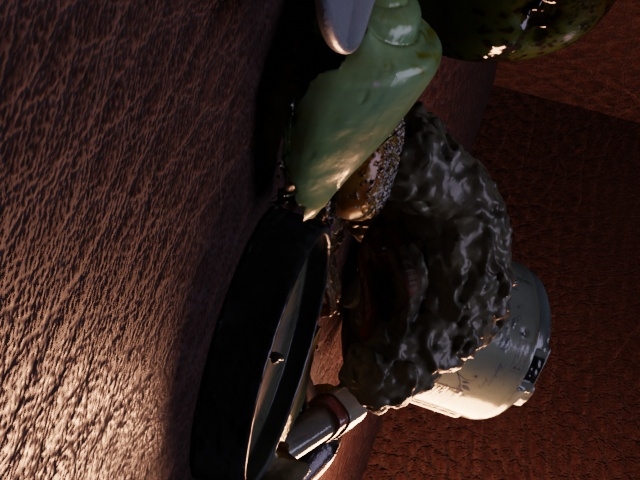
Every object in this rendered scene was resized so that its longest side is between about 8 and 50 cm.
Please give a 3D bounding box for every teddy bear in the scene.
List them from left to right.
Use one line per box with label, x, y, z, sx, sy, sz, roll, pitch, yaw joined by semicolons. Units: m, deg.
teddy bear;0.103;-0.006;1.891;0.367;0.224;0.357;-133;-137;-68

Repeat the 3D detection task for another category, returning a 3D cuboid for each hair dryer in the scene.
hair dryer;-0.032;0.227;1.920;0.195;0.075;0.219;-55;150;-42

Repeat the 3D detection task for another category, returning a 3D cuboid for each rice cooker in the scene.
rice cooker;0.168;0.117;2.232;0.264;0.317;0.316;-64;174;11

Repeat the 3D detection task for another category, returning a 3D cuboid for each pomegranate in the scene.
pomegranate;0.197;-0.364;1.717;0.285;0.285;0.340;98;-18;-45

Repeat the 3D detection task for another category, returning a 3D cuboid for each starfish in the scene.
starfish;0.010;0.002;1.739;0.150;0.053;0.209;-60;163;-77

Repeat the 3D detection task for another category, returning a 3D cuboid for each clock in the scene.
clock;-0.054;0.107;1.489;0.280;0.055;0.280;16;90;-82

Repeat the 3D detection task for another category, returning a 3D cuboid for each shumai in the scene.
shumai;-0.059;0.267;1.592;0.145;0.145;0.116;-44;125;-74

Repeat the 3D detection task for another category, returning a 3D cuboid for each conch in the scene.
conch;0.007;-0.124;1.327;0.250;0.137;0.143;-57;-156;17

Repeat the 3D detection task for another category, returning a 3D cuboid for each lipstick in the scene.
lipstick;-0.024;0.231;1.836;0.186;0.057;0.063;-27;162;-47

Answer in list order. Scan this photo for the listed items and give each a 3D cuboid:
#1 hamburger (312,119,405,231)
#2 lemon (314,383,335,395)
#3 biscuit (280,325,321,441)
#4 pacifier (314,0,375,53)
hamburger;0.035;-0.095;1.571;0.164;0.093;0.189;93;13;-56
lemon;0.004;0.225;2.080;0.092;0.065;0.065;104;5;-63
biscuit;-0.047;0.182;1.732;0.199;0.041;0.121;-58;166;-63
pacifier;0.086;-0.266;1.090;0.299;0.233;0.244;-66;166;-51
